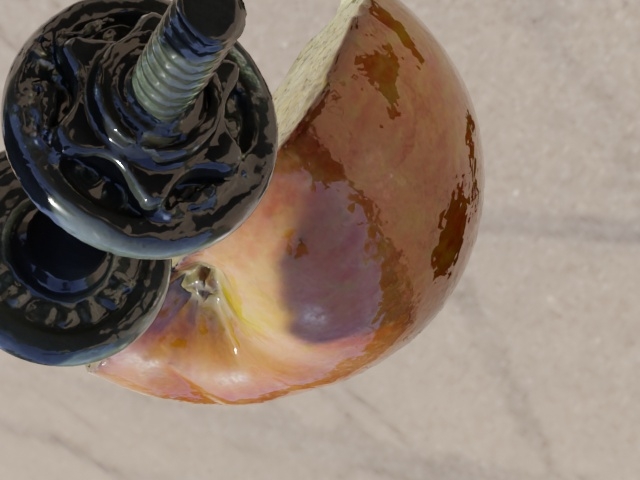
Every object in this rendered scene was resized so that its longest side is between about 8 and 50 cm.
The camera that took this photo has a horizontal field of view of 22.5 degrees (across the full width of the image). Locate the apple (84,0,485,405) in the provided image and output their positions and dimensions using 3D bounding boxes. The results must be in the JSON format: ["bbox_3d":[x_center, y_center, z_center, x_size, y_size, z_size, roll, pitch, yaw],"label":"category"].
[{"bbox_3d":[0.000,0.000,0.996,0.163,0.251,0.293,34,139,-12],"label":"apple"}]

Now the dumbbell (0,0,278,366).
[{"bbox_3d":[-0.070,-0.014,0.497,0.081,0.081,0.254,38,151,-4],"label":"dumbbell"}]
